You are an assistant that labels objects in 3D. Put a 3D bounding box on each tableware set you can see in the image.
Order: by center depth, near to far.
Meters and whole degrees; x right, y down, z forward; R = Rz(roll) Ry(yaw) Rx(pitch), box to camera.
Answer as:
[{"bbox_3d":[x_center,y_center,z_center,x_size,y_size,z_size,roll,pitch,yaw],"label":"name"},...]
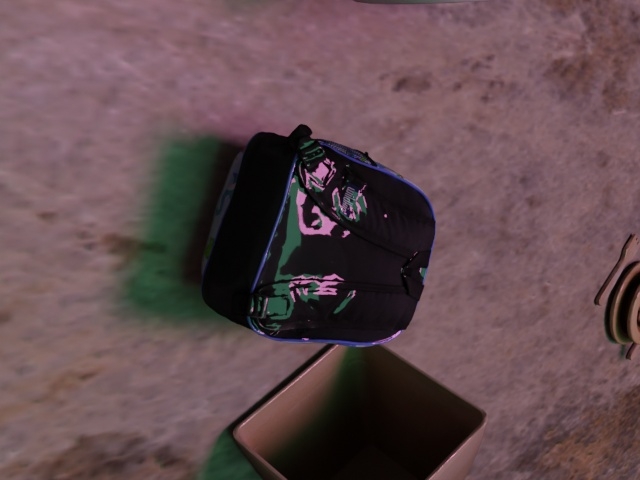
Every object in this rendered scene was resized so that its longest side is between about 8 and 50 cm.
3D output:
[{"bbox_3d":[0.350,0.023,0.759,0.194,0.039,0.128,-55,132,-14],"label":"tableware set"}]

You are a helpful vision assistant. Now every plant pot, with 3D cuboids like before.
[{"bbox_3d":[0.028,0.142,0.472,0.109,0.109,0.096,-36,137,-28],"label":"plant pot"}]

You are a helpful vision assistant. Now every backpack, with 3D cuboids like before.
[{"bbox_3d":[0.000,0.000,0.409,0.114,0.084,0.105,15,94,-38],"label":"backpack"}]

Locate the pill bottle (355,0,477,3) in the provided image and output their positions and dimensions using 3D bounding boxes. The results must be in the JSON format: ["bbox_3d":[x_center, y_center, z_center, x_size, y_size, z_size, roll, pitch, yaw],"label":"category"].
[{"bbox_3d":[0.067,-0.248,0.342,0.153,0.153,0.264,-20,116,-36],"label":"pill bottle"}]
